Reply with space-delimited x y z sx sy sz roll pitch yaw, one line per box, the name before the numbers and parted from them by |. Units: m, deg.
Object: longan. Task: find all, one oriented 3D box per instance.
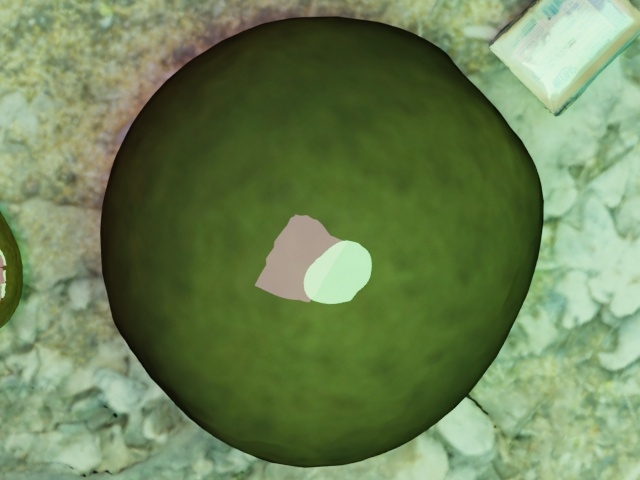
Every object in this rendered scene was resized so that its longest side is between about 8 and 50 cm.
longan | 0.000 -0.003 1.152 0.297 0.297 0.297 1 94 10

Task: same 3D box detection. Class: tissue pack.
tissue pack | 0.172 -0.144 1.212 0.094 0.059 0.074 -44 89 10

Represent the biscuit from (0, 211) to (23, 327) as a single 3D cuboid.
biscuit | -0.329 -0.001 1.317 0.183 0.047 0.319 -27 89 8
